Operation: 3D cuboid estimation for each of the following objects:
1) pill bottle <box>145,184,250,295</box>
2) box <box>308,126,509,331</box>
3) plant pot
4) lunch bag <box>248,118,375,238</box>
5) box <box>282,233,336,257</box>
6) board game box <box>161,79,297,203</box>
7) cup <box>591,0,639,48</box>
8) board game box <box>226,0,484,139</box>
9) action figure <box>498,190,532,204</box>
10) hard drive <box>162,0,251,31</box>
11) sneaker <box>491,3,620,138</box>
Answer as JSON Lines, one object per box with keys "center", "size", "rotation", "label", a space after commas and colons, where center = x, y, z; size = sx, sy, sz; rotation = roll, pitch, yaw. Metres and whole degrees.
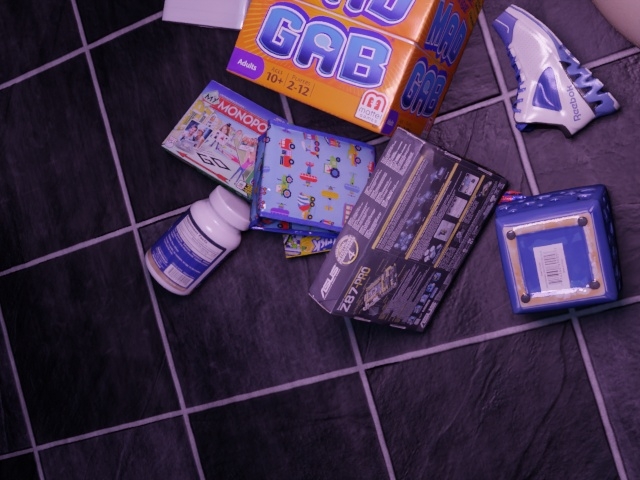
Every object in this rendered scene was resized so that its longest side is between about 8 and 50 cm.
{"center": [-0.289, -0.002, 1.968], "size": [0.265, 0.153, 0.153], "rotation": [-43, 77, 16], "label": "pill bottle"}
{"center": [0.192, -0.007, 1.699], "size": [0.097, 0.318, 0.394], "rotation": [39, 107, 42], "label": "box"}
{"center": [0.477, 0.026, 1.634], "size": [0.236, 0.212, 0.235], "rotation": [-10, 95, 20], "label": "plant pot"}
{"center": [0.002, -0.125, 1.816], "size": [0.294, 0.138, 0.220], "rotation": [8, 77, -14], "label": "lunch bag"}
{"center": [0.000, 0.000, 1.911], "size": [0.169, 0.054, 0.059], "rotation": [-10, 88, 21], "label": "box"}
{"center": [-0.194, -0.229, 1.937], "size": [0.317, 0.046, 0.213], "rotation": [30, 77, 17], "label": "board game box"}
{"center": [0.649, -0.516, 1.537], "size": [0.237, 0.331, 0.331], "rotation": [35, 105, 44], "label": "cup"}
{"center": [0.086, -0.436, 1.703], "size": [0.356, 0.356, 0.356], "rotation": [25, 100, 18], "label": "board game box"}
{"center": [0.426, -0.088, 1.762], "size": [0.115, 0.030, 0.038], "rotation": [10, 100, 22], "label": "action figure"}
{"center": [-0.257, -0.705, 1.990], "size": [0.233, 0.047, 0.352], "rotation": [12, 97, 20], "label": "hard drive"}
{"center": [0.448, -0.330, 1.692], "size": [0.182, 0.127, 0.315], "rotation": [-44, 79, 14], "label": "sneaker"}
